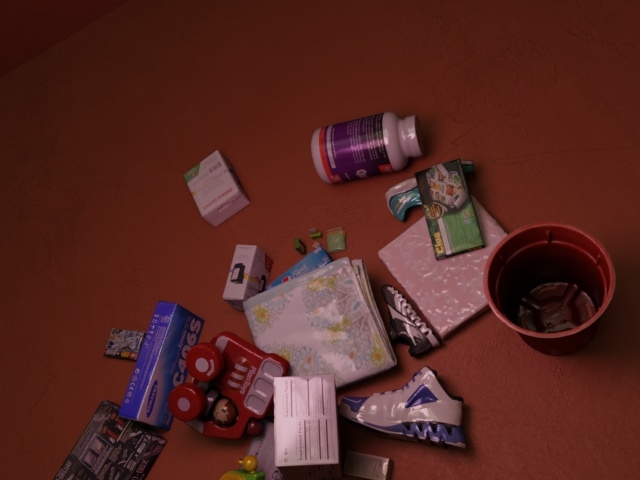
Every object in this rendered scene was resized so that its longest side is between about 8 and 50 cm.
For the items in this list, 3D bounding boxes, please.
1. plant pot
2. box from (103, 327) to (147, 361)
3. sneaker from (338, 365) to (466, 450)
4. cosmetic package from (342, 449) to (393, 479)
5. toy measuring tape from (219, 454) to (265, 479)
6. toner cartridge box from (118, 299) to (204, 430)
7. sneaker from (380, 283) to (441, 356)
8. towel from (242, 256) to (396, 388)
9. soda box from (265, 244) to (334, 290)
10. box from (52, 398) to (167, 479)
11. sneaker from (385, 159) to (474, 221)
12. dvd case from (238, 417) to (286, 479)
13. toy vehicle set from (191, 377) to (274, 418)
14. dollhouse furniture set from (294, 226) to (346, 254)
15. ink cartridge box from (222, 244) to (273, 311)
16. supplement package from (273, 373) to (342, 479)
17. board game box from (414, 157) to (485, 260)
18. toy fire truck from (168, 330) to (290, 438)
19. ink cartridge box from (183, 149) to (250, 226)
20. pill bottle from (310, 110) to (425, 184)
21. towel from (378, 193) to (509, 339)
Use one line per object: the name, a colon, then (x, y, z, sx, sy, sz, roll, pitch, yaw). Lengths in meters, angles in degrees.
plant pot: (0.539, 0.138, 1.499, 0.272, 0.265, 0.273, -11, 60, 19)
box: (-0.632, 0.338, 2.082, 0.136, 0.027, 0.094, 2, 65, 26)
sneaker: (0.219, 0.404, 1.608, 0.315, 0.127, 0.182, 6, 64, 20)
cosmetic package: (0.119, 0.567, 1.607, 0.115, 0.041, 0.060, 4, 66, 26)
toy measuring tape: (-0.227, 0.709, 1.646, 0.121, 0.121, 0.330, 13, 88, 30)
toner cartridge box: (-0.465, 0.370, 1.906, 0.075, 0.165, 0.348, 4, 67, 27)
sneaker: (0.214, 0.217, 1.722, 0.106, 0.078, 0.234, -38, 57, -1)
towel: (-0.007, 0.249, 1.741, 0.374, 0.090, 0.321, -23, 75, 16)
soda box: (-0.054, 0.113, 1.904, 0.210, 0.071, 0.067, -38, 55, 3)
box: (-0.629, 0.662, 1.884, 0.242, 0.076, 0.308, 21, 75, 32)
sneaker: (0.326, -0.147, 1.864, 0.275, 0.107, 0.110, -28, 76, 15)
dvd case: (-0.094, 0.598, 1.698, 0.238, 0.029, 0.179, 16, 73, 31)
toy vehicle set: (-0.252, 0.437, 1.850, 0.266, 0.035, 0.166, -13, 60, 19)
dollhouse furniture set: (0.000, 0.000, 1.945, 0.151, 0.058, 0.076, -12, 61, 19)
ink cartridge box: (-0.218, 0.118, 1.944, 0.072, 0.127, 0.175, 2, 67, 23)
supplement package: (-0.027, 0.458, 1.552, 0.145, 0.262, 0.204, -4, 62, 1)
board game box: (0.350, -0.086, 1.755, 0.136, 0.030, 0.260, -16, 70, 15)
toy fire truck: (-0.243, 0.405, 1.731, 0.253, 0.169, 0.302, 27, 102, 14)
ink cartridge box: (-0.353, -0.176, 2.179, 0.154, 0.093, 0.212, -35, 54, 6)
pill bottle: (0.145, -0.284, 1.950, 0.322, 0.181, 0.182, -9, 61, 21)
towel: (0.366, 0.059, 1.749, 0.317, 0.053, 0.332, -37, 55, 4)
